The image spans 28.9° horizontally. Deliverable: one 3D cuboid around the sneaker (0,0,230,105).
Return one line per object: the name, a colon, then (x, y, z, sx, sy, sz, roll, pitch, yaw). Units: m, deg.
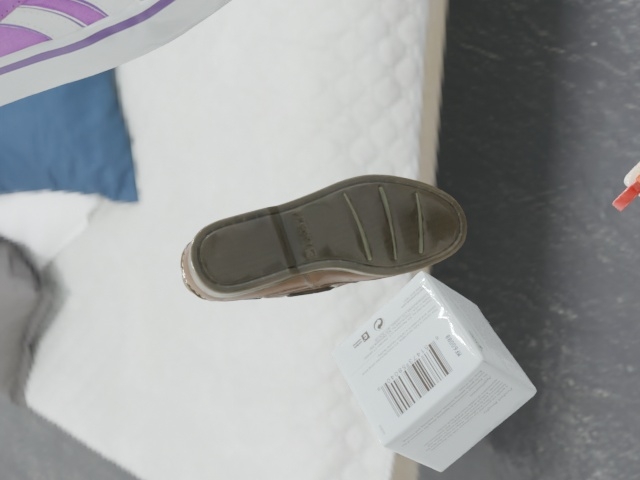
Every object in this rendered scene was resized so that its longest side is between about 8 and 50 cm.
sneaker: (-0.155, -0.161, 0.616, 0.102, 0.282, 0.161, -123, 10, -58)

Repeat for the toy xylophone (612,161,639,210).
toy xylophone: (0.398, -0.131, 1.132, 0.081, 0.236, 0.322, 45, 158, 11)

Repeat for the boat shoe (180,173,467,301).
boat shoe: (0.000, 0.000, 1.332, 0.104, 0.307, 0.110, 139, 124, -71)

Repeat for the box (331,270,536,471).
box: (0.085, 0.099, 0.938, 0.101, 0.087, 0.102, -43, 47, 15)
